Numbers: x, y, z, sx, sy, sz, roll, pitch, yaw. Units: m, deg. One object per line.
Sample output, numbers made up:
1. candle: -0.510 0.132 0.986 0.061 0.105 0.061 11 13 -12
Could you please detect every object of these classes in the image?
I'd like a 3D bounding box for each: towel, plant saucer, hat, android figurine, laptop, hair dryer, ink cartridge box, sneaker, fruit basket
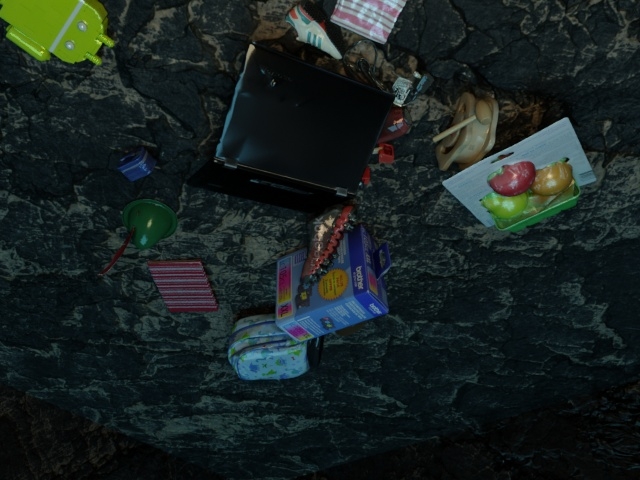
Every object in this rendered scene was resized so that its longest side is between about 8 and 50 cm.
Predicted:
1. towel: -0.490 0.168 1.878 0.199 0.031 0.275 -2 134 5
2. plant saucer: 0.112 0.300 1.954 0.198 0.036 0.198 -17 139 -15
3. hat: -0.548 0.005 1.600 0.173 0.183 0.208 22 132 -21
4. towel: 0.122 -0.543 1.147 0.144 0.029 0.197 17 133 -15
5. android figurine: -0.600 -0.510 1.167 0.248 0.056 0.273 -34 125 30
6. laptop: -0.089 -0.248 1.326 0.382 0.236 0.408 12 167 -26
7. hair dryer: 0.137 -0.351 1.333 0.223 0.080 0.293 26 130 2
8. ink cartridge box: 0.057 0.129 1.664 0.395 0.270 0.151 -22 137 21
9. sneaker: 0.000 0.000 1.581 0.135 0.276 0.097 28 179 14
10. fruit basket: 0.536 -0.169 1.394 0.327 0.165 0.353 -28 141 27
11. sneaker: -0.013 -0.478 1.206 0.075 0.057 0.161 -17 137 40

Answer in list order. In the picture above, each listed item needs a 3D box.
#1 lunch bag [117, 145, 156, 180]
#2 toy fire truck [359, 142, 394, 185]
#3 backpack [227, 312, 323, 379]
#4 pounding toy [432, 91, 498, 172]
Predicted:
1. lunch bag: -0.520 -0.217 1.456 0.098 0.067 0.065 -19 132 20
2. toy fire truck: 0.100 -0.215 1.455 0.192 0.047 0.135 3 146 -4
3. backpack: -0.175 0.398 1.982 0.355 0.273 0.290 9 140 5
4. pounding toy: 0.352 -0.293 1.333 0.155 0.154 0.269 10 154 -10
